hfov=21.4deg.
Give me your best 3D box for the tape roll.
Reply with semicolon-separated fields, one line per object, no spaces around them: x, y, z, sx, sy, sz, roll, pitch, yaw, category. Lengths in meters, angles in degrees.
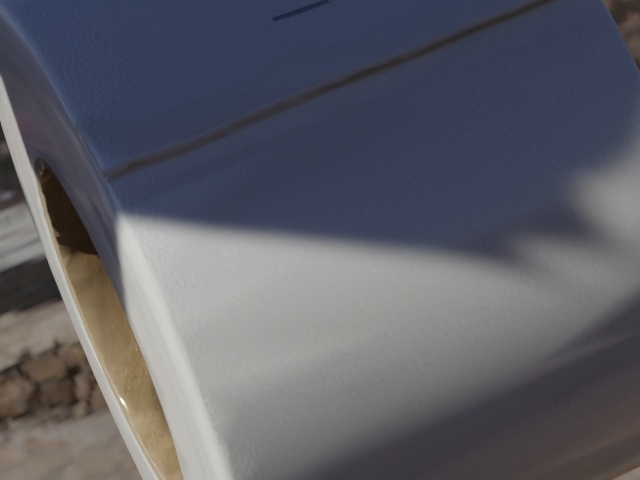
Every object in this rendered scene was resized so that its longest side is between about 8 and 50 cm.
0.000;0.000;0.610;0.169;0.246;0.246;-23;22;-14;tape roll
